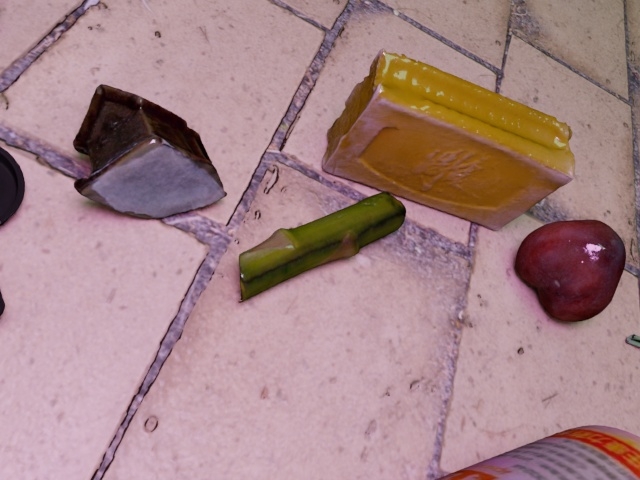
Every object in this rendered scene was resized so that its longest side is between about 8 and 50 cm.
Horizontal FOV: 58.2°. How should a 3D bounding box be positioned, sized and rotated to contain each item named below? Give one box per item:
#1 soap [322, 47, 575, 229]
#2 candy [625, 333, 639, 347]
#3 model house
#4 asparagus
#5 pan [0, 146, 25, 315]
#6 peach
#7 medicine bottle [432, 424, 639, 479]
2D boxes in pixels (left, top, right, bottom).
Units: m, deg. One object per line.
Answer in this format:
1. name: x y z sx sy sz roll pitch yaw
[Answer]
1. soap: 0.180 -0.129 0.823 0.315 0.199 0.091 19 60 -16
2. candy: 0.602 0.201 0.904 0.262 0.073 0.077 22 34 -3
3. model house: -0.208 -0.112 0.700 0.165 0.106 0.152 28 27 -53
4. asparagus: -0.001 0.001 0.741 0.278 0.060 0.067 -21 90 -34
5. pan: -0.368 -0.015 0.593 0.136 0.028 0.235 -15 64 -31
6. peach: 0.368 0.036 0.838 0.152 0.152 0.152 12 56 -18
7. medicine bottle: 0.162 0.319 0.513 0.389 0.219 0.219 -8 64 -28
